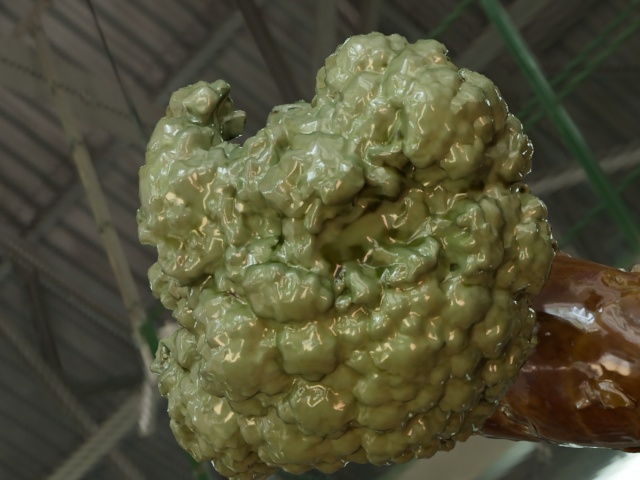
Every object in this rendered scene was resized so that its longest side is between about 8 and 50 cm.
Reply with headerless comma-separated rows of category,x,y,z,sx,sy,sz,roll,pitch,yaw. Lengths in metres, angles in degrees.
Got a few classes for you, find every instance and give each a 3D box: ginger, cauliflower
ginger,0.153,0.053,1.338,0.176,0.418,0.254,26,-104,-39
cauliflower,-0.007,0.005,1.000,0.260,0.281,0.327,12,-63,-42
